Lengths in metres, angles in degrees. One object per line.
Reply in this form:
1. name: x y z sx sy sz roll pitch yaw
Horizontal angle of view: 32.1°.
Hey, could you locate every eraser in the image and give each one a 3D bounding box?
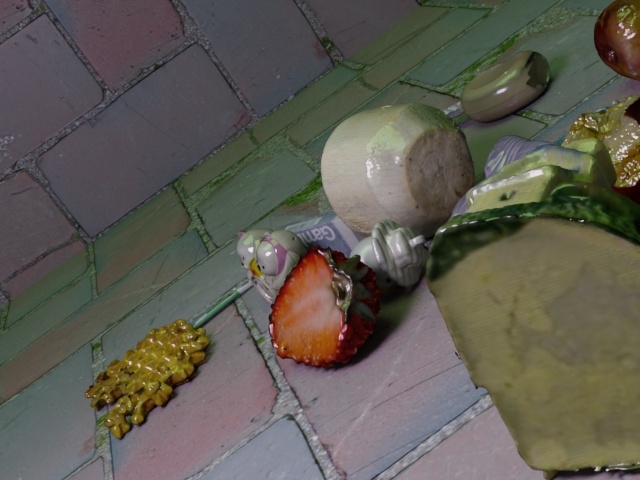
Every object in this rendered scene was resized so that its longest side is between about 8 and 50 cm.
1. eraser: 0.000 0.000 2.093 0.212 0.092 0.046 -16 25 46

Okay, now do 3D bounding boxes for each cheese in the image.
1. cheese: 0.332 -0.294 2.270 0.286 0.082 0.163 -20 22 42

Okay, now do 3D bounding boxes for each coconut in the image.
1. coconut: 0.129 -0.121 1.940 0.245 0.245 0.247 -44 27 -26

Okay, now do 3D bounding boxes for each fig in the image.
1. fig: 0.604 -0.364 1.908 0.257 0.159 0.159 -16 15 -10

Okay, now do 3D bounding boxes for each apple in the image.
1. apple: 0.418 -0.117 1.564 0.158 0.147 0.156 -33 48 39

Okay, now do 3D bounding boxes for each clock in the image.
1. clock: -0.082 0.040 2.055 0.103 0.144 0.231 -44 20 -21

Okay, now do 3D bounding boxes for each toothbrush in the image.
1. toothbrush: -0.181 0.117 2.241 0.257 0.024 0.018 -40 19 -9

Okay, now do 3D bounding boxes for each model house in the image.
1. model house: 0.290 0.040 1.132 0.261 0.321 0.266 -15 24 33

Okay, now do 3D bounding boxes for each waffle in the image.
1. waffle: -0.328 0.244 2.102 0.260 0.069 0.293 -43 20 -15

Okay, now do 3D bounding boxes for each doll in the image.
1. doll: 0.059 0.052 1.831 0.293 0.119 0.138 -27 -23 35

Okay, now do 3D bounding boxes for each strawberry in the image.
1. strawberry: 0.017 0.112 1.743 0.111 0.190 0.236 1 -21 -34

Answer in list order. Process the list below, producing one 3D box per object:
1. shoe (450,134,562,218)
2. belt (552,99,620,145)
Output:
1. shoe: 0.296 -0.062 1.694 0.138 0.095 0.245 0 51 52
2. belt: 0.413 -0.150 1.792 0.179 0.065 0.100 -38 9 -2
